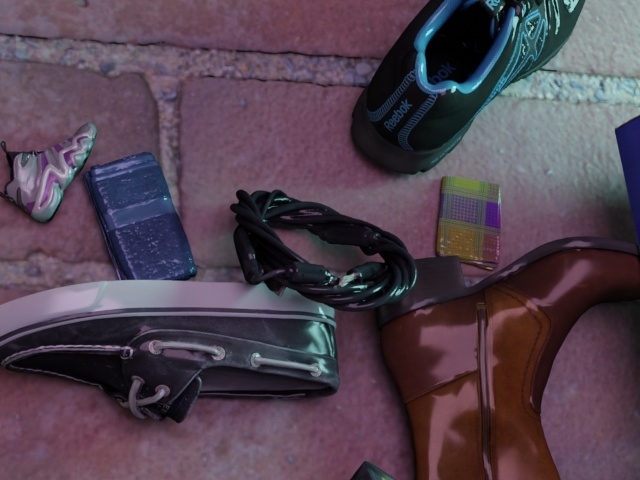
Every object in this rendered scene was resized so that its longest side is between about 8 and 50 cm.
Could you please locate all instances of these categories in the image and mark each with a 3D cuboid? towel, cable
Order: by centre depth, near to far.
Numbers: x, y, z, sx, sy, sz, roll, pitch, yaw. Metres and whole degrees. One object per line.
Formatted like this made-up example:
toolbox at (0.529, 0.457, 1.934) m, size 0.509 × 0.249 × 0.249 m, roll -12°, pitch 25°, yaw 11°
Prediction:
cable at (0.000, 0.000, 1.374) m, size 0.151 × 0.184 × 0.047 m, roll 5°, pitch 113°, yaw -13°
towel at (-0.152, -0.014, 1.400) m, size 0.067 × 0.029 × 0.119 m, roll -16°, pitch 74°, yaw -21°
towel at (0.134, -0.017, 1.496) m, size 0.060 × 0.009 × 0.083 m, roll 10°, pitch 67°, yaw -12°

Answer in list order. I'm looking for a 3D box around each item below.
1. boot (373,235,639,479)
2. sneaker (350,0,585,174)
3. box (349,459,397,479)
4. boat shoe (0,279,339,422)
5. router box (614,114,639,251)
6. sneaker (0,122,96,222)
boot at (0.190, 0.144, 1.404) m, size 0.264 × 0.096 × 0.280 m, roll -5°, pitch 72°, yaw -18°
sneaker at (0.165, -0.203, 1.505) m, size 0.125 × 0.139 × 0.341 m, roll 36°, pitch 63°, yaw 1°
box at (0.159, 0.320, 1.148) m, size 0.318 × 0.395 × 0.097 m, roll 36°, pitch 93°, yaw -11°
boat shoe at (-0.127, 0.096, 1.330) m, size 0.301 × 0.108 × 0.102 m, roll 1°, pitch 68°, yaw -24°
router box at (0.424, 0.054, 1.465) m, size 0.301 × 0.082 × 0.335 m, roll 4°, pitch 68°, yaw -35°
sneaker at (-0.235, -0.070, 1.392) m, size 0.069 × 0.038 × 0.098 m, roll 29°, pitch 64°, yaw -5°
